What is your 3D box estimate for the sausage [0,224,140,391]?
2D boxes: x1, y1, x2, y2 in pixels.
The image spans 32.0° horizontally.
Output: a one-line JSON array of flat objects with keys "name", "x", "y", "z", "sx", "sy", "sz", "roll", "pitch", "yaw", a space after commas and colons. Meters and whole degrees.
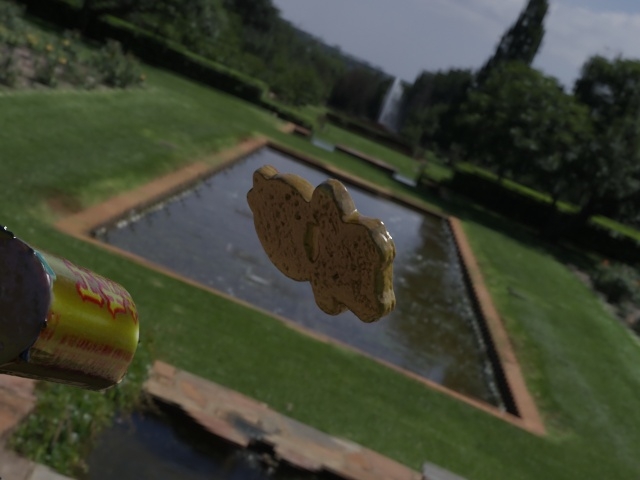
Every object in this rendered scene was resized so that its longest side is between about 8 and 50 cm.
[{"name": "sausage", "x": -0.241, "y": 0.082, "z": 1.061, "sx": 0.317, "sy": 0.117, "sz": 0.125, "roll": 40, "pitch": 27, "yaw": -70}]

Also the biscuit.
[{"name": "biscuit", "x": 0.000, "y": 0.000, "z": 1.233, "sx": 0.036, "sy": 0.166, "sz": 0.225, "roll": -26, "pitch": 36, "yaw": -35}]

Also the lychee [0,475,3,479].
[{"name": "lychee", "x": -0.525, "y": 0.468, "z": 1.583, "sx": 0.300, "sy": 0.300, "sz": 0.300, "roll": 22, "pitch": 9, "yaw": -4}]
